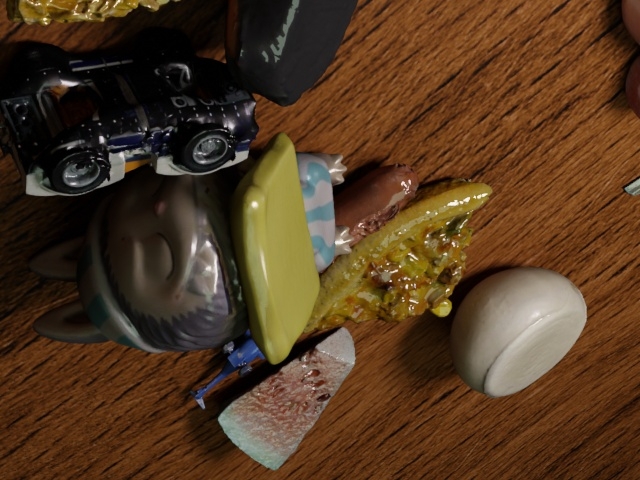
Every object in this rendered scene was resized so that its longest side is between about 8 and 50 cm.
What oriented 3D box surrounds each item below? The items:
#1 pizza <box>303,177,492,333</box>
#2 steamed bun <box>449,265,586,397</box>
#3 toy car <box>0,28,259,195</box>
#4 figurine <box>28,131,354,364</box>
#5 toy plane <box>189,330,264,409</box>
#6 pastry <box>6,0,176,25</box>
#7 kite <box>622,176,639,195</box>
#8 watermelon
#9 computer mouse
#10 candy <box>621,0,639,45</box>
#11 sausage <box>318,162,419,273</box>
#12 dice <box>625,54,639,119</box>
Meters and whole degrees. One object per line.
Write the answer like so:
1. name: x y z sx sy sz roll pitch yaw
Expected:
1. pizza: 0.098 0.025 2.149 0.268 0.087 0.258 -7 134 -22
2. steamed bun: 0.297 0.130 2.332 0.231 0.145 0.232 -30 150 -20
3. toy car: -0.215 -0.137 1.683 0.301 0.193 0.118 -10 139 -25
4. figurine: -0.188 -0.008 1.870 0.377 0.361 0.266 1 103 17
5. toy plane: -0.131 0.189 2.213 0.167 0.054 0.062 -41 166 14
6. pastry: -0.213 -0.298 1.574 0.250 0.102 0.154 -9 126 -20
7. kite: 0.621 -0.094 2.393 0.335 0.011 0.314 0 133 -32
8. watermelon: -0.044 0.225 2.287 0.241 0.094 0.154 -41 130 12
9. computer mouse: -0.021 -0.309 1.648 0.183 0.116 0.323 -13 130 -56
10. candy: 0.530 -0.335 2.003 0.255 0.094 0.255 -17 140 -15
11. sausage: -0.001 0.000 2.051 0.326 0.087 0.079 -37 101 6
12. dice: 0.496 -0.219 2.112 0.091 0.093 0.094 -14 141 -19
